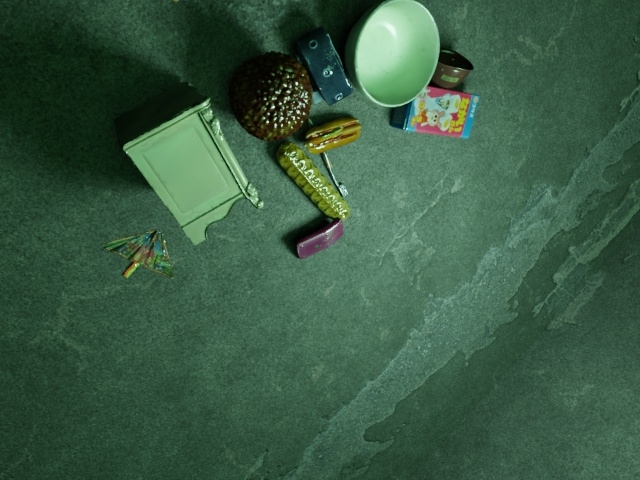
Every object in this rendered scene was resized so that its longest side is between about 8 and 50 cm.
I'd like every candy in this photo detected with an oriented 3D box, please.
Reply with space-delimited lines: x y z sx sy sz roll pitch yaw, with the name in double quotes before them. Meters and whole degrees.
"candy" 0.411 -0.461 1.581 0.306 0.100 0.157 -1 111 -27

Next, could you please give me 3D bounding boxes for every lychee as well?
"lychee" -0.135 -0.403 1.233 0.236 0.271 0.235 13 64 -27

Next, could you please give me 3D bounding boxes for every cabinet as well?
"cabinet" -0.344 -0.209 1.178 0.228 0.290 0.317 -33 125 -9

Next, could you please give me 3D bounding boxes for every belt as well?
"belt" 0.003 -0.510 1.325 0.129 0.122 0.218 -23 123 12

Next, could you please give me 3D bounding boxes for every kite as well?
"kite" -0.534 0.047 1.357 0.183 0.014 0.241 -50 126 1

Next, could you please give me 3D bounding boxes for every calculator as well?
"calculator" 0.000 0.000 1.576 0.191 0.034 0.126 -30 155 -12

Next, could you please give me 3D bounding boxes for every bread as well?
"bread" -0.019 -0.189 1.489 0.367 0.084 0.077 45 43 -36

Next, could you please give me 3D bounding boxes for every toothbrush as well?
"toothbrush" 0.023 -0.275 1.503 0.031 0.023 0.320 -41 125 -15

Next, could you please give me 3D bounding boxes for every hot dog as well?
"hot dog" 0.039 -0.341 1.437 0.236 0.062 0.092 -28 123 -28

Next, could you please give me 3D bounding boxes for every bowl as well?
"bowl" 0.203 -0.580 1.377 0.308 0.163 0.306 -12 117 -24

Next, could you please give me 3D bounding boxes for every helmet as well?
"helmet" 0.420 -0.582 1.518 0.175 0.155 0.106 8 135 -20

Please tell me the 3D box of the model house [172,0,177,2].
"model house" -0.346 -0.728 0.930 0.383 0.334 0.342 14 103 -21
